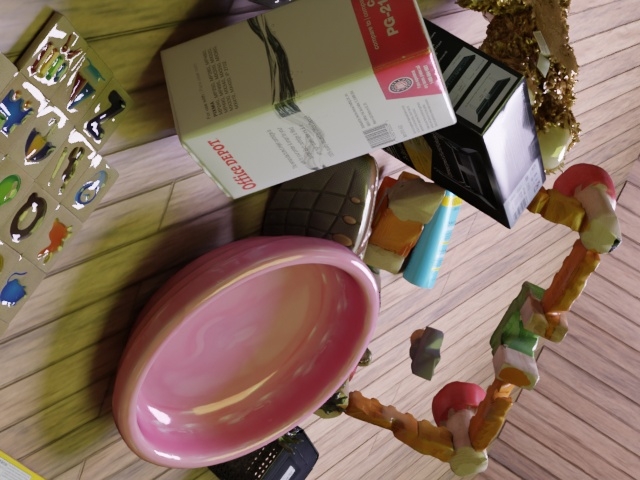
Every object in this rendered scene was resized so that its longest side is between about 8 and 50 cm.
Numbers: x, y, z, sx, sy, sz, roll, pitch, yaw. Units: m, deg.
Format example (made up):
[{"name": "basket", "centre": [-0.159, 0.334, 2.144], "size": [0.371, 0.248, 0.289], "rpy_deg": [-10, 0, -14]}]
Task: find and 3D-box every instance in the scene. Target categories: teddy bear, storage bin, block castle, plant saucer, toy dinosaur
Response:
[{"name": "teddy bear", "centre": [0.252, -0.236, 1.708], "size": [0.245, 0.338, 0.113], "rpy_deg": [16, 150, -43]}, {"name": "storage bin", "centre": [-0.080, 0.318, 1.935], "size": [0.122, 0.084, 0.180], "rpy_deg": [-53, 158, -13]}, {"name": "block castle", "centre": [0.179, 0.065, 1.825], "size": [0.213, 0.303, 0.453], "rpy_deg": [-86, -160, -66]}, {"name": "plant saucer", "centre": [-0.091, 0.115, 1.507], "size": [0.332, 0.084, 0.332], "rpy_deg": [-24, 143, -20]}, {"name": "toy dinosaur", "centre": [-0.037, 0.206, 1.725], "size": [0.268, 0.064, 0.118], "rpy_deg": [-29, 127, 14]}]

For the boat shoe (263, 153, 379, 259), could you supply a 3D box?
[{"name": "boat shoe", "centre": [0.000, 0.000, 1.632], "size": [0.116, 0.123, 0.324], "rpy_deg": [-42, 164, -45]}]

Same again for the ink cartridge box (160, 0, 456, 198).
[{"name": "ink cartridge box", "centre": [-0.008, -0.142, 1.250], "size": [0.237, 0.100, 0.172], "rpy_deg": [-19, 159, 8]}]

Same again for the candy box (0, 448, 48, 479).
[{"name": "candy box", "centre": [-0.339, 0.266, 1.358], "size": [0.105, 0.027, 0.206], "rpy_deg": [-55, 160, -14]}]

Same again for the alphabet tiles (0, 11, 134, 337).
[{"name": "alphabet tiles", "centre": [-0.285, -0.015, 1.105], "size": [0.342, 0.011, 0.285], "rpy_deg": [-55, 160, -8]}]

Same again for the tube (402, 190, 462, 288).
[{"name": "tube", "centre": [0.188, -0.027, 2.105], "size": [0.080, 0.052, 0.207], "rpy_deg": [-25, 137, -66]}]

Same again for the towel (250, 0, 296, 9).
[{"name": "towel", "centre": [-0.018, -0.356, 1.153], "size": [0.312, 0.056, 0.324], "rpy_deg": [-62, 160, 11]}]

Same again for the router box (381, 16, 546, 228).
[{"name": "router box", "centre": [0.121, -0.149, 1.494], "size": [0.081, 0.243, 0.309], "rpy_deg": [-54, 160, -7]}]
